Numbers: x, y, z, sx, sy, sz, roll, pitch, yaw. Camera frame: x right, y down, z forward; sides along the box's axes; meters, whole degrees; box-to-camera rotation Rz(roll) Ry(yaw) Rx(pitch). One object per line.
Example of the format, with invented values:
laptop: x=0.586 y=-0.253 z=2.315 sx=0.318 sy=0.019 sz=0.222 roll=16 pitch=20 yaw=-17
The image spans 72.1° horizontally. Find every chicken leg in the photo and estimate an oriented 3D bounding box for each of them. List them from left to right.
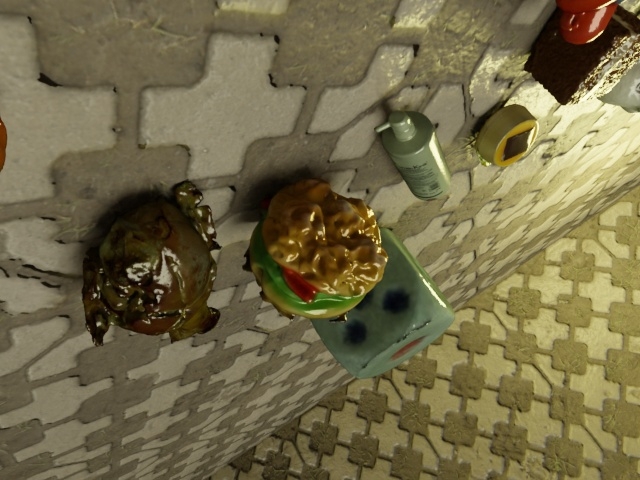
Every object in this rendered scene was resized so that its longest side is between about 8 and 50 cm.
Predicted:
chicken leg: x=-0.240 y=0.092 z=0.664 sx=0.211 sy=0.140 sz=0.361 roll=-28 pitch=151 yaw=-30

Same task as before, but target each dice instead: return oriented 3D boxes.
dice: x=0.137 y=0.148 z=1.047 sx=0.264 sy=0.263 sz=0.268 roll=-39 pitch=152 yaw=12

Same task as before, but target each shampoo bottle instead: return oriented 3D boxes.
shampoo bottle: x=0.168 y=-0.150 z=0.766 sx=0.085 sy=0.085 sz=0.262 roll=-38 pitch=153 yaw=10

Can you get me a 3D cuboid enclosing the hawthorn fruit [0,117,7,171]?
hawthorn fruit: x=-0.306 y=-0.084 z=0.322 sx=0.128 sy=0.128 sz=0.128 roll=-26 pitch=153 yaw=-14

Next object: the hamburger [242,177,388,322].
hamburger: x=0.000 y=0.000 z=0.695 sx=0.236 sy=0.237 sz=0.149 roll=-12 pitch=150 yaw=-36

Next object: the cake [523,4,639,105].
cake: x=0.455 y=-0.320 z=0.743 sx=0.147 sy=0.135 sz=0.135 roll=-11 pitch=149 yaw=-25

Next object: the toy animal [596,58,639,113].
toy animal: x=0.698 y=-0.377 z=0.881 sx=0.289 sy=0.174 sz=0.249 roll=-19 pitch=163 yaw=-29

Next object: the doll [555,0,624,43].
doll: x=0.363 y=-0.386 z=0.525 sx=0.160 sy=0.130 sz=0.291 roll=-23 pitch=138 yaw=-33

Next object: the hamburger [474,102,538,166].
hamburger: x=0.375 y=-0.211 z=0.901 sx=0.126 sy=0.082 sz=0.141 roll=-35 pitch=142 yaw=-1
